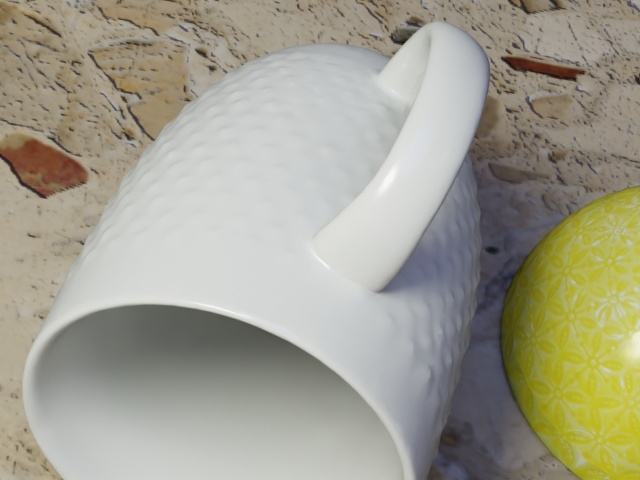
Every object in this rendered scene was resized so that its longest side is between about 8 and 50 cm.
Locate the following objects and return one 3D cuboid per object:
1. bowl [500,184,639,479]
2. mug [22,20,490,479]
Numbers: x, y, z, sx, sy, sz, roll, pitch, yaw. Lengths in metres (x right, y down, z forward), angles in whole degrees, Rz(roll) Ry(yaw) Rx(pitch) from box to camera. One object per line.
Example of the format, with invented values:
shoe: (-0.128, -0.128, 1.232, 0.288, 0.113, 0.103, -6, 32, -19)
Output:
bowl: (0.299, 0.057, 1.522, 0.289, 0.156, 0.289, 7, 57, -11)
mug: (0.000, 0.000, 1.353, 0.276, 0.374, 0.328, 32, 47, -10)
